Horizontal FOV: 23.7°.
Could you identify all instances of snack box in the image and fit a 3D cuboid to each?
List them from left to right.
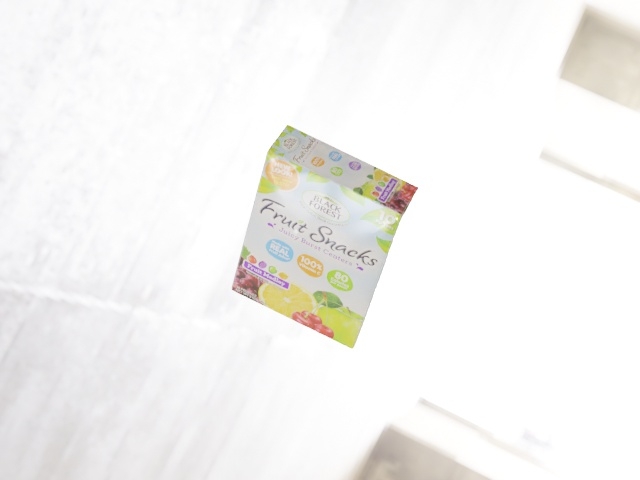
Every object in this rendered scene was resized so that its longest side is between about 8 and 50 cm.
[{"bbox_3d":[0.000,0.000,1.047,0.037,0.100,0.141,-58,170,-44],"label":"snack box"}]
